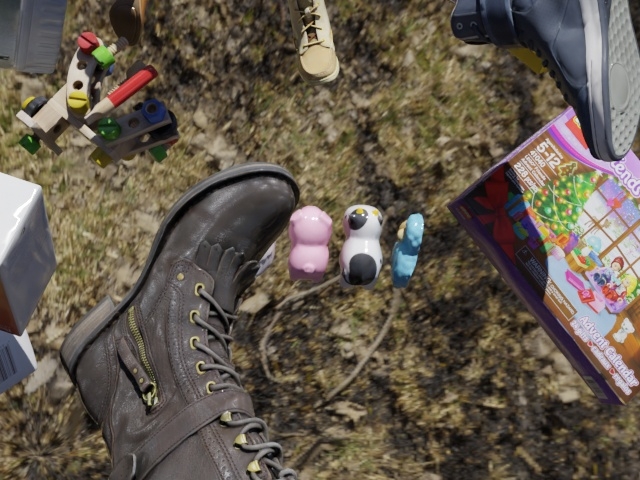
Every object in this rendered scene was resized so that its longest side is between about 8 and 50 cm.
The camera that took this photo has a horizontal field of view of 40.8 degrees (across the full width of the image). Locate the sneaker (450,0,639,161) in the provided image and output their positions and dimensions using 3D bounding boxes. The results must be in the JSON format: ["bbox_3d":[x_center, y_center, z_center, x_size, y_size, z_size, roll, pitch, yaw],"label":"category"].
[{"bbox_3d":[0.215,-0.178,0.831,0.086,0.163,0.226,-6,88,-47],"label":"sneaker"}]

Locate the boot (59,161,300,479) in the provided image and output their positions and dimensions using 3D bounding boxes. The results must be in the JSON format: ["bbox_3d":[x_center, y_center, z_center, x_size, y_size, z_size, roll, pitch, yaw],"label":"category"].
[{"bbox_3d":[-0.071,0.094,0.601,0.263,0.229,0.091,-48,134,9],"label":"boot"}]

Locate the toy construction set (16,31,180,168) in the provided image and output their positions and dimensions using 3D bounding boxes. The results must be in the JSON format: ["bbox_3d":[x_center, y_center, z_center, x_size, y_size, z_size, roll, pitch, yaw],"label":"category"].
[{"bbox_3d":[-0.401,-0.212,1.498,0.237,0.309,0.257,-41,99,-12],"label":"toy construction set"}]

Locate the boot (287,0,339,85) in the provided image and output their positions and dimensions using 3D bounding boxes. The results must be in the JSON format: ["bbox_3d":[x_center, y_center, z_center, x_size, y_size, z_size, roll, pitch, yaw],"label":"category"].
[{"bbox_3d":[-0.025,-0.490,1.919,0.095,0.203,0.262,-10,47,5],"label":"boot"}]

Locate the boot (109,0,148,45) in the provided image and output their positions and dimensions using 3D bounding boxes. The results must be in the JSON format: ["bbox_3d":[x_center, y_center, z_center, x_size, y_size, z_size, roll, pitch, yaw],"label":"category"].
[{"bbox_3d":[-0.348,-0.497,1.708,0.073,0.197,0.152,23,43,9],"label":"boot"}]

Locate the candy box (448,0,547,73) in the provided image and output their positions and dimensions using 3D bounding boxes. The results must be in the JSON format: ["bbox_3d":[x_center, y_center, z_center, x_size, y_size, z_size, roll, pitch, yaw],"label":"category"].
[{"bbox_3d":[0.214,-0.267,0.971,0.105,0.027,0.206,-26,58,-26],"label":"candy box"}]

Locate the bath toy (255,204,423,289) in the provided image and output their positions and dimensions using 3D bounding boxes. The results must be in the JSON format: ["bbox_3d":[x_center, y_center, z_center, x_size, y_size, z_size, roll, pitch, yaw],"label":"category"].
[{"bbox_3d":[0.000,0.000,1.513,0.348,0.129,0.151,2,60,-6],"label":"bath toy"}]

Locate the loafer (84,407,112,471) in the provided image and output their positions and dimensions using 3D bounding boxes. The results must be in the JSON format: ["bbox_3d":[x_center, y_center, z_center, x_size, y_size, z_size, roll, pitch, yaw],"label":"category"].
[{"bbox_3d":[-0.305,0.404,1.495,0.130,0.134,0.366,-35,75,-29],"label":"loafer"}]

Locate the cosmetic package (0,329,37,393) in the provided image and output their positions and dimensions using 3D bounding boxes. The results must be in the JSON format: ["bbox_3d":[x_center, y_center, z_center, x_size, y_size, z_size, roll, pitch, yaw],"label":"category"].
[{"bbox_3d":[-0.468,0.144,1.031,0.117,0.231,0.085,-39,121,-57],"label":"cosmetic package"}]

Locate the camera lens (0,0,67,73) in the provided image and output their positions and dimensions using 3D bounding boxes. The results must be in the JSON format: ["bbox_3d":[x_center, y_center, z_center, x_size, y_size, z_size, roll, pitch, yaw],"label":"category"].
[{"bbox_3d":[-0.397,-0.295,0.866,0.274,0.219,0.219,7,74,-20],"label":"camera lens"}]

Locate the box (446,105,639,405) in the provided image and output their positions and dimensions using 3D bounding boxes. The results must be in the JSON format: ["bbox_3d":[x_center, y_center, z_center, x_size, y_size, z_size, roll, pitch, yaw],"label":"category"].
[{"bbox_3d":[0.313,0.010,0.981,0.201,0.057,0.293,-39,91,-13],"label":"box"}]

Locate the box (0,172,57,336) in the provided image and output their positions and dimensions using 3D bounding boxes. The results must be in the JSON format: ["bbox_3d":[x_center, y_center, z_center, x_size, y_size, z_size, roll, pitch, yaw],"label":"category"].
[{"bbox_3d":[-0.340,0.005,0.832,0.130,0.170,0.091,18,60,-1],"label":"box"}]
